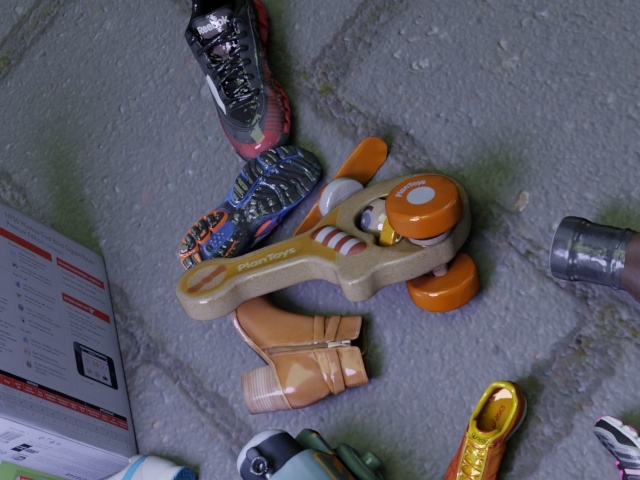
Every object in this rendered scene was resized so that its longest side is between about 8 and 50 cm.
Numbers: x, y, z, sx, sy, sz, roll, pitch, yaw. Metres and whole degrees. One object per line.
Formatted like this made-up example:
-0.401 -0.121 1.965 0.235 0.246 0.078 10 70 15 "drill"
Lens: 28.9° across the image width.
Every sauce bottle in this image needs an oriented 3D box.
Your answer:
0.406 0.038 1.265 0.344 0.111 0.111 14 78 28 "sauce bottle"

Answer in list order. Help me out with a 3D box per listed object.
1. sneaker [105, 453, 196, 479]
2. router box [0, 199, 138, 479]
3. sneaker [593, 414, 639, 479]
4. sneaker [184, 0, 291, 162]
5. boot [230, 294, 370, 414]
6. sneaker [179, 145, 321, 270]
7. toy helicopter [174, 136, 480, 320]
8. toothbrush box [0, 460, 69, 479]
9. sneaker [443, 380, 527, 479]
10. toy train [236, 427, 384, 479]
-0.245 0.344 1.448 0.092 0.087 0.228 14 43 33 "sneaker"
-0.360 0.111 1.481 0.082 0.335 0.301 -24 61 17 "router box"
0.322 0.254 1.252 0.075 0.063 0.170 -37 64 2 "sneaker"
-0.112 -0.227 1.604 0.098 0.135 0.276 -21 65 16 "sneaker"
-0.022 0.106 1.480 0.152 0.073 0.197 -16 64 12 "boot"
-0.089 -0.035 1.552 0.221 0.087 0.083 -41 81 -12 "sneaker"
0.000 0.000 1.448 0.355 0.140 0.235 -19 36 0 "toy helicopter"
-0.443 0.374 1.496 0.122 0.206 0.283 16 80 29 "toothbrush box"
0.167 0.230 1.335 0.064 0.067 0.175 16 80 28 "sneaker"
0.043 0.325 1.287 0.142 0.190 0.334 -45 59 4 "toy train"
